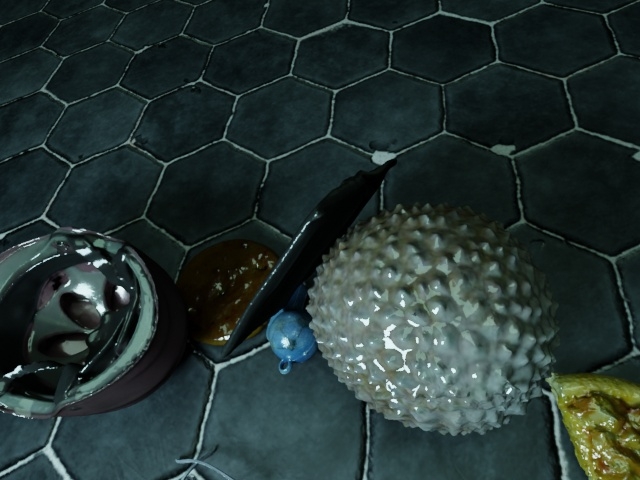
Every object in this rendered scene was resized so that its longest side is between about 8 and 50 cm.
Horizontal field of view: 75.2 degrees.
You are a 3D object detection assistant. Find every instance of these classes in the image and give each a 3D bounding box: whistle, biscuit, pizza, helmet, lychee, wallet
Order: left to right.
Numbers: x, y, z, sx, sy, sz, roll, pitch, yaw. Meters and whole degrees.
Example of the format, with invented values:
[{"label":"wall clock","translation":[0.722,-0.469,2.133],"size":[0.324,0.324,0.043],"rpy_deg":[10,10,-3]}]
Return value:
[{"label":"helmet","translation":[-0.354,0.132,0.646],"size":[0.337,0.197,0.271],"rpy_deg":[2,66,19]},{"label":"biscuit","translation":[-0.163,0.083,0.735],"size":[0.211,0.036,0.212],"rpy_deg":[-5,57,8]},{"label":"whistle","translation":[-0.034,0.131,0.652],"size":[0.090,0.090,0.158],"rpy_deg":[9,59,16]},{"label":"wallet","translation":[0.000,0.000,0.567],"size":[0.041,0.247,0.323],"rpy_deg":[37,31,5]},{"label":"lychee","translation":[0.130,0.099,0.522],"size":[0.299,0.300,0.300],"rpy_deg":[-5,57,8]},{"label":"pizza","translation":[0.397,0.275,0.494],"size":[0.292,0.058,0.197],"rpy_deg":[36,72,28]}]

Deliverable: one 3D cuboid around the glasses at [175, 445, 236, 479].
[{"label":"glasses","translation":[-0.171,0.334,0.564],"size":[0.139,0.063,0.104],"rpy_deg":[-25,56,-6]}]
